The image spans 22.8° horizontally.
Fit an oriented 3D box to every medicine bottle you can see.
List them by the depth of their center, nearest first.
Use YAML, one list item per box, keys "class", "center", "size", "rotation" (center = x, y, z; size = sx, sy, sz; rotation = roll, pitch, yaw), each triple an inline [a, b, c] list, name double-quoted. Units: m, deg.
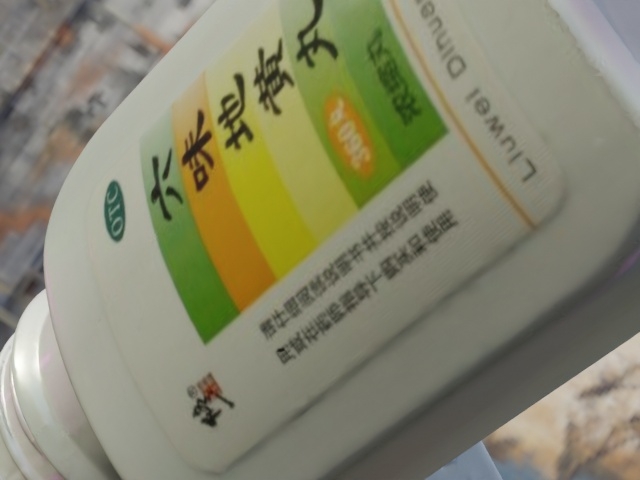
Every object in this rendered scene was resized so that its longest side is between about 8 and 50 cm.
- class: "medicine bottle"
  center: [0.000, 0.000, 0.577]
  size: [0.124, 0.324, 0.179]
  rotation: [-1, 60, -45]

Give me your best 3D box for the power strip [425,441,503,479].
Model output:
- class: "power strip"
  center: [0.007, 0.065, 0.842]
  size: [0.058, 0.098, 0.338]
  rotation: [-7, -56, 41]
